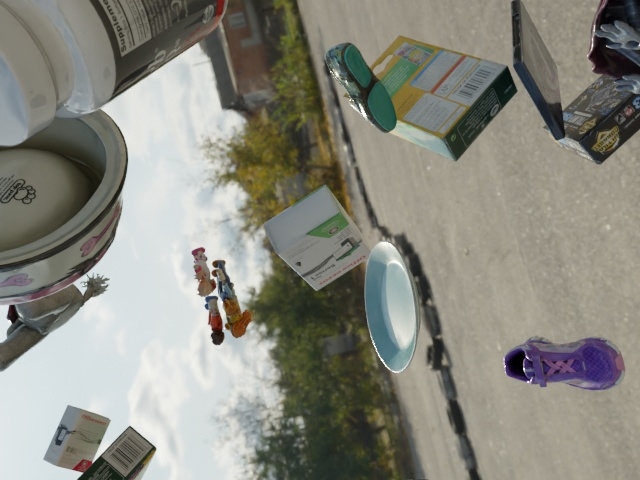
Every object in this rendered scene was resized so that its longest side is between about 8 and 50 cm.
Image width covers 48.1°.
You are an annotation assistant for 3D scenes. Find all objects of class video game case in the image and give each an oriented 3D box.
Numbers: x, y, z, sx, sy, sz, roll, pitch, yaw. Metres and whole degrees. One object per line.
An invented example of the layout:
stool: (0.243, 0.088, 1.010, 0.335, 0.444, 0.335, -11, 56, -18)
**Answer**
video game case: (0.444, -0.355, 1.471, 0.196, 0.026, 0.274, 49, -146, -29)

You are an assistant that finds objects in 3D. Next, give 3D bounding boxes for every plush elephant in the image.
plush elephant: (-0.686, 0.086, 1.672, 0.255, 0.272, 0.330, 44, -143, 4)

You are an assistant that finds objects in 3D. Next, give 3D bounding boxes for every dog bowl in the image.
dog bowl: (-0.518, -0.070, 1.194, 0.150, 0.408, 0.407, 95, 166, -50)

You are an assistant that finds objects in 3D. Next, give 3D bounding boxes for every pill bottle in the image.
pill bottle: (-0.295, -0.280, 0.891, 0.363, 0.210, 0.210, -50, -42, -40)

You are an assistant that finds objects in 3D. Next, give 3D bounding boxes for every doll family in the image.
doll family: (-0.223, 0.137, 1.687, 0.163, 0.119, 0.262, -112, 11, -46)

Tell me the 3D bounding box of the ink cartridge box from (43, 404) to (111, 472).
ink cartridge box: (-0.630, 0.515, 1.863, 0.109, 0.063, 0.150, 41, -116, -48)

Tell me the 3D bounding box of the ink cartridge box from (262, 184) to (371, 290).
ink cartridge box: (0.000, 0.000, 1.552, 0.092, 0.160, 0.219, 61, -172, 33)

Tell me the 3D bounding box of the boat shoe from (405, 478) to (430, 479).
boat shoe: (0.211, 0.594, 1.708, 0.038, 0.125, 0.046, 106, 160, -51)

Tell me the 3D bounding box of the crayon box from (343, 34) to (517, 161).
crayon box: (0.227, -0.313, 1.534, 0.323, 0.203, 0.083, 34, 169, 45)

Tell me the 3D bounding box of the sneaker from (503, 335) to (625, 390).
sneaker: (0.418, 0.221, 1.266, 0.236, 0.105, 0.095, -10, 85, 58)

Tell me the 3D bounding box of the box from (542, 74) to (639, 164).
box: (0.620, -0.296, 1.470, 0.073, 0.293, 0.295, 44, -168, -7)

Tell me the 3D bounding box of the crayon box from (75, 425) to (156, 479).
crayon box: (-0.600, 0.689, 1.824, 0.363, 0.106, 0.313, -46, -8, -45)

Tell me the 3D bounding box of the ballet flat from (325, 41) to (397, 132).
ballet flat: (0.067, -0.259, 1.222, 0.188, 0.070, 0.070, 55, -166, -37)

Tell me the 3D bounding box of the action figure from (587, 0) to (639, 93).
action figure: (0.489, -0.432, 1.078, 0.248, 0.276, 0.370, 97, -176, -69)

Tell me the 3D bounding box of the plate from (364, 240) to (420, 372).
plate: (0.106, 0.092, 1.016, 0.188, 0.024, 0.188, 175, 90, -73)
